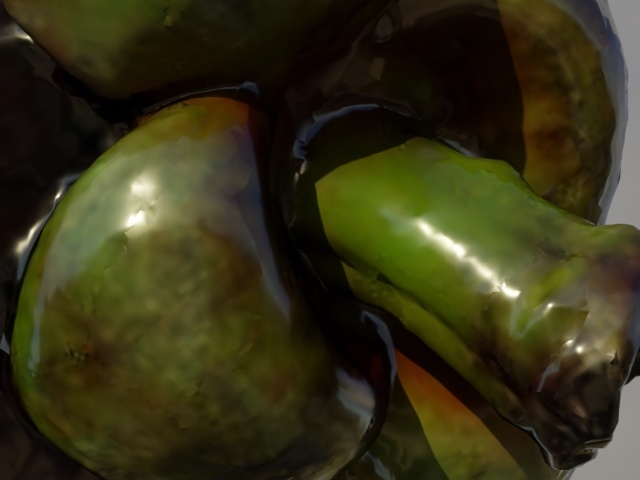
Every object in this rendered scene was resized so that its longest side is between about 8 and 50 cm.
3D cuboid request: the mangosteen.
[{"bbox_3d":[-0.070,-0.020,0.513,0.330,0.330,0.330,-6,-33,-4],"label":"mangosteen"}]
